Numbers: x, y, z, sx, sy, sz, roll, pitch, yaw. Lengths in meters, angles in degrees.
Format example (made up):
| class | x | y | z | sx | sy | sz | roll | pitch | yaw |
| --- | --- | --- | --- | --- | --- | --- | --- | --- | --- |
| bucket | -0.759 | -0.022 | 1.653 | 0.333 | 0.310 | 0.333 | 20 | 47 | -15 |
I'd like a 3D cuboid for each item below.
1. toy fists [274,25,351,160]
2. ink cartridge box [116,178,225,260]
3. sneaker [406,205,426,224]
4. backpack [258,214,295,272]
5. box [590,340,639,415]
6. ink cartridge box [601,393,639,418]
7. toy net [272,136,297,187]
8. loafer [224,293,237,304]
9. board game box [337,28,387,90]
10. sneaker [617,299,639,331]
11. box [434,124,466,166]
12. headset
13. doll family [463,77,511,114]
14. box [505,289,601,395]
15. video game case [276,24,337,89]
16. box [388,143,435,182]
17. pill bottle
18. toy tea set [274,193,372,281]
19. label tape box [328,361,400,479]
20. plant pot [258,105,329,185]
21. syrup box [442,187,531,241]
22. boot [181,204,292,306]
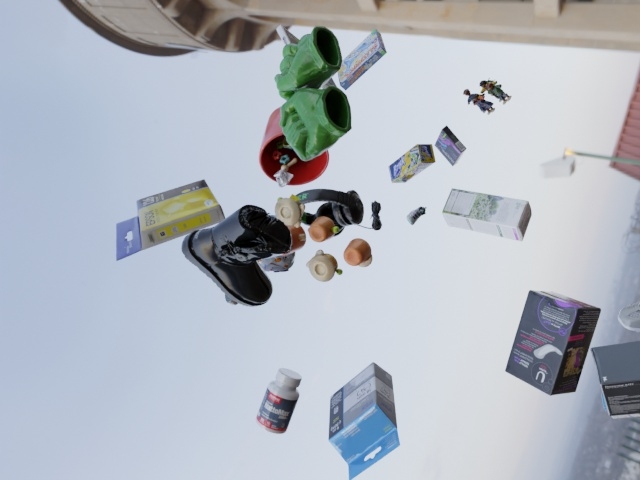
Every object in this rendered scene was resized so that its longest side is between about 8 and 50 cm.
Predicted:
| class | x | y | z | sx | sy | sz | roll | pitch | yaw |
| --- | --- | --- | --- | --- | --- | --- | --- | --- | --- |
| toy fists | -0.026 | -0.297 | 1.036 | 0.096 | 0.142 | 0.279 | 8 | -116 | -37 |
| ink cartridge box | -0.457 | -0.076 | 1.492 | 0.307 | 0.303 | 0.072 | -19 | -63 | -14 |
| sneaker | 0.333 | -0.092 | 1.734 | 0.038 | 0.069 | 0.098 | 51 | -149 | -11 |
| backpack | -0.219 | 0.016 | 2.274 | 0.263 | 0.276 | 0.213 | -103 | 11 | -47 |
| box | 0.783 | 0.309 | 1.165 | 0.184 | 0.261 | 0.103 | 51 | -146 | -42 |
| ink cartridge box | 0.980 | 0.522 | 1.622 | 0.088 | 0.122 | 0.052 | 42 | -137 | -29 |
| toy net | -0.148 | -0.309 | 1.955 | 0.045 | 0.122 | 0.232 | 52 | -137 | -52 |
| loafer | -0.302 | 0.152 | 1.945 | 0.084 | 0.096 | 0.268 | 39 | -154 | -28 |
| board game box | 0.146 | -0.657 | 1.848 | 0.035 | 0.201 | 0.136 | 30 | -143 | -34 |
| sneaker | 0.891 | 0.137 | 1.281 | 0.115 | 0.281 | 0.105 | 55 | -160 | -21 |
| box | 0.491 | -0.356 | 1.930 | 0.029 | 0.116 | 0.162 | -37 | -11 | -3 |
| headset | 0.076 | -0.124 | 1.947 | 0.394 | 0.243 | 0.185 | 18 | -116 | -29 |
| doll family | 0.570 | -0.503 | 1.765 | 0.076 | 0.111 | 0.193 | -65 | 13 | -25 |
| box | 0.696 | 0.302 | 1.528 | 0.143 | 0.165 | 0.271 | 7 | -79 | -36 |
| video game case | -0.030 | -0.495 | 1.420 | 0.022 | 0.173 | 0.190 | -37 | -29 | 24 |
| box | 0.268 | -0.226 | 1.507 | 0.054 | 0.169 | 0.059 | -4 | -103 | -24 |
| pill bottle | -0.127 | 0.503 | 1.606 | 0.108 | 0.108 | 0.180 | 16 | -86 | -59 |
| toy tea set | 0.000 | 0.000 | 1.533 | 0.124 | 0.336 | 0.200 | -37 | -24 | -58 |
| label tape box | 0.145 | 0.621 | 1.782 | 0.240 | 0.106 | 0.334 | -44 | 15 | 19 |
| plant pot | -0.112 | -0.395 | 2.033 | 0.275 | 0.274 | 0.243 | 68 | -170 | -46 |
| syrup box | 0.499 | -0.079 | 1.529 | 0.096 | 0.236 | 0.093 | 46 | -115 | -52 |
| boot | -0.131 | 0.040 | 1.023 | 0.246 | 0.207 | 0.094 | 43 | -134 | -32 |
